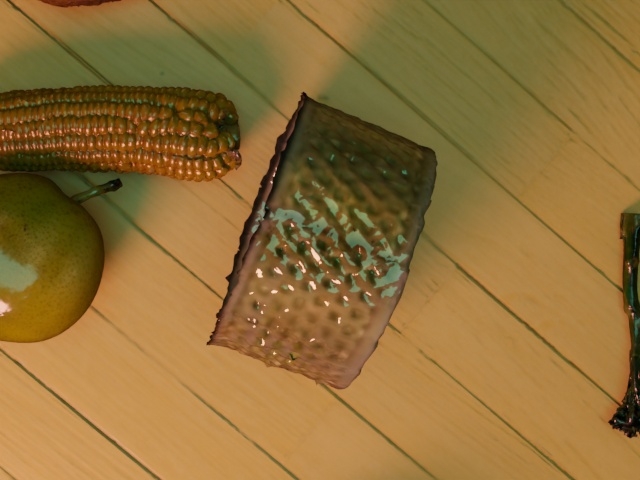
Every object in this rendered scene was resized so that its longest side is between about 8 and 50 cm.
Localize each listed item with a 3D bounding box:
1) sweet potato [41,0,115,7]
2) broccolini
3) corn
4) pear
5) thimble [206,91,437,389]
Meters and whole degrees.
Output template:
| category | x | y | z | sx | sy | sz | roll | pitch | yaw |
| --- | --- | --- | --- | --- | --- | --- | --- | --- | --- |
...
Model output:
| category | x | y | z | sx | sy | sz | roll | pitch | yaw |
| --- | --- | --- | --- | --- | --- | --- | --- | --- | --- |
| sweet potato | -0.285 | -0.304 | 1.137 | 0.341 | 0.092 | 0.114 | 13 | 74 | -4 |
| broccolini | 0.357 | 0.097 | 1.202 | 0.071 | 0.057 | 0.254 | -8 | 97 | -45 |
| corn | -0.238 | -0.117 | 1.141 | 0.313 | 0.102 | 0.102 | 3 | 92 | -3 |
| pear | -0.297 | 0.001 | 1.111 | 0.180 | 0.166 | 0.216 | 40 | 84 | 8 |
| thimble | 0.000 | 0.000 | 1.078 | 0.150 | 0.271 | 0.271 | 21 | 90 | -6 |
